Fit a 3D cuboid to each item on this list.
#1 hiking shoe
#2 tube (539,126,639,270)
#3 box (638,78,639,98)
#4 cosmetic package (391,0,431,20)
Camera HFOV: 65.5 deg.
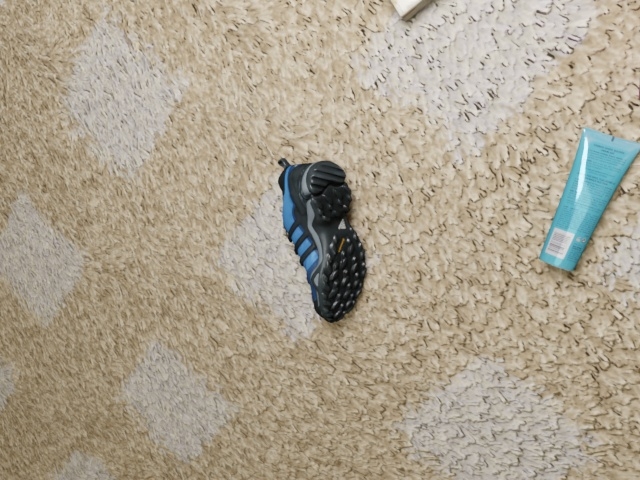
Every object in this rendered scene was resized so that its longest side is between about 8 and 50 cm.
[{"bbox_3d":[0.000,0.000,0.906,0.132,0.113,0.303,17,119,50],"label":"hiking shoe"},{"bbox_3d":[0.393,-0.057,0.745,0.080,0.052,0.206,21,105,12],"label":"tube"},{"bbox_3d":[0.457,-0.292,0.566,0.118,0.213,0.242,2,104,22],"label":"box"},{"bbox_3d":[0.159,-0.398,0.759,0.115,0.041,0.060,-34,89,26],"label":"cosmetic package"}]
